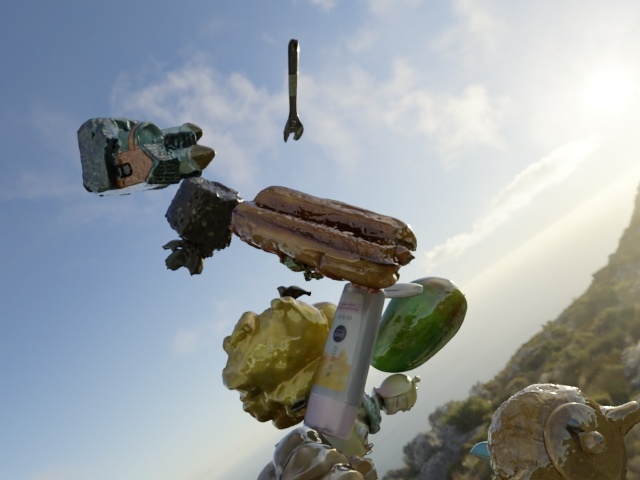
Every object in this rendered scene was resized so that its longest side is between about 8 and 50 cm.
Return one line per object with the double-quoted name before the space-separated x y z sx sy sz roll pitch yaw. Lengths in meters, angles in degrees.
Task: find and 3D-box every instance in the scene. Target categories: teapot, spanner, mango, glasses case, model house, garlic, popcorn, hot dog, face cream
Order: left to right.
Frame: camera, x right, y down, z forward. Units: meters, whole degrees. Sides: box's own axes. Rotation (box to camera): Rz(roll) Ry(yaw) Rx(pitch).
"model house" -0.368 -0.209 1.183 0.291 0.185 0.253 -4 5 21
"spanner" -0.083 -0.427 1.475 0.087 0.024 0.316 -39 -35 -37
"popcorn" -0.050 0.264 1.074 0.297 0.316 0.281 -39 22 12
"garlic" -0.026 0.545 1.141 0.291 0.237 0.210 20 -86 -31
"hot dog" 0.000 0.000 0.910 0.158 0.348 0.117 -45 -36 -46
"face cream" 0.047 0.214 0.911 0.073 0.269 0.107 29 -20 -33
"glasses case" 0.200 0.136 1.360 0.063 0.041 0.164 7 -11 -43
"mango" 0.299 0.267 1.613 0.382 0.225 0.201 -41 -2 -6
"teapot" 0.364 0.321 0.763 0.311 0.203 0.167 -20 -25 -19

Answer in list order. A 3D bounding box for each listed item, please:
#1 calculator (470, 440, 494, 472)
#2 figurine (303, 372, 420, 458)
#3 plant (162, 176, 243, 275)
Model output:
"calculator" 0.541 0.545 1.097 0.386 0.256 0.054 5 53 47
"figurine" 0.125 0.489 1.516 0.394 0.275 0.227 -20 -38 -19
"plant" -0.396 -0.040 1.646 0.213 0.215 0.312 14 -77 -31
